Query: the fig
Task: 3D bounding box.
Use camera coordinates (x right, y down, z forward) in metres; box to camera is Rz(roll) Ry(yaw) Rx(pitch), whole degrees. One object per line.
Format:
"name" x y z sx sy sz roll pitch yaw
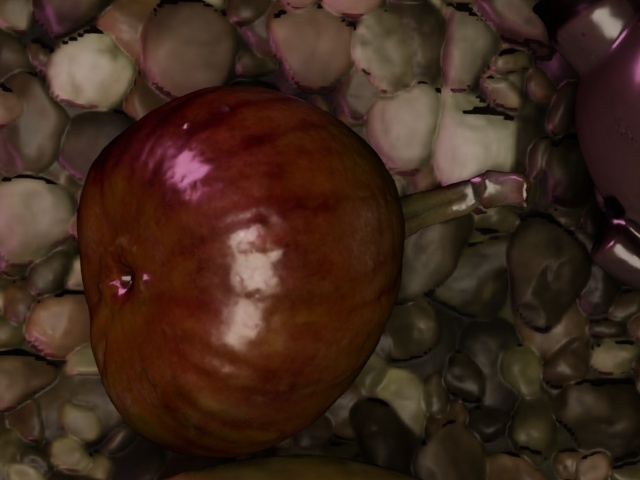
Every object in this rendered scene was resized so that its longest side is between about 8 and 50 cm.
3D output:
"fig" -0.028 -0.002 0.693 0.148 0.202 0.149 -29 105 37

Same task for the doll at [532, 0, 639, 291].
"doll" 0.198 -0.021 0.701 0.182 0.117 0.257 -32 96 3

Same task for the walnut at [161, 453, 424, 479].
"walnut" -0.015 0.220 0.665 0.283 0.227 0.283 0 83 3
